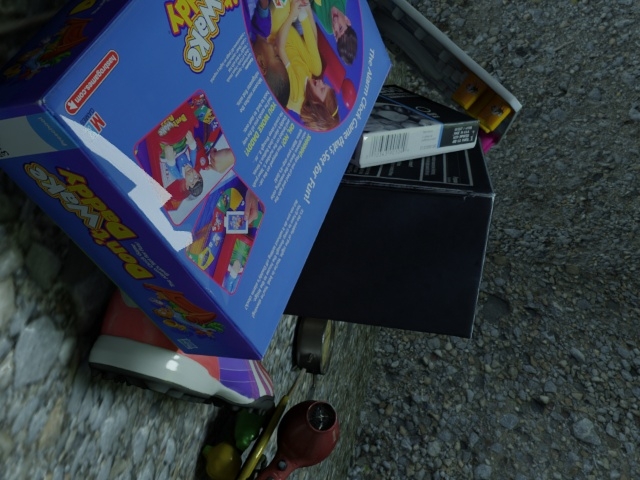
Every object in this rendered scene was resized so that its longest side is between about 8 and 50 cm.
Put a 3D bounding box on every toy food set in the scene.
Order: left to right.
[{"bbox_3d":[-0.103,0.251,0.866,0.128,0.071,0.218,-61,177,26],"label":"toy food set"}]

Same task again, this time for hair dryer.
[{"bbox_3d":[-0.049,0.305,0.832,0.293,0.080,0.223,-61,176,24],"label":"hair dryer"}]

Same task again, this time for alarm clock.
[{"bbox_3d":[-0.006,0.179,1.289,0.129,0.064,0.192,83,20,-50],"label":"alarm clock"}]

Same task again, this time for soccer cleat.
[{"bbox_3d":[-0.105,0.098,0.635,0.318,0.108,0.116,55,46,-68],"label":"soccer cleat"}]

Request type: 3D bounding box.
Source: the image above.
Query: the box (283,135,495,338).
[{"bbox_3d":[0.053,-0.032,0.831,0.296,0.294,0.183,-63,157,-67],"label":"box"}]

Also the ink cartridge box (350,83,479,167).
[{"bbox_3d":[0.052,-0.155,0.808,0.206,0.208,0.045,-15,125,-39],"label":"ink cartridge box"}]

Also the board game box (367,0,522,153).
[{"bbox_3d":[0.126,-0.285,0.996,0.050,0.390,0.390,-48,173,9],"label":"board game box"}]

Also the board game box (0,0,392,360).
[{"bbox_3d":[-0.062,-0.120,0.499,0.233,0.078,0.347,59,42,-39],"label":"board game box"}]
